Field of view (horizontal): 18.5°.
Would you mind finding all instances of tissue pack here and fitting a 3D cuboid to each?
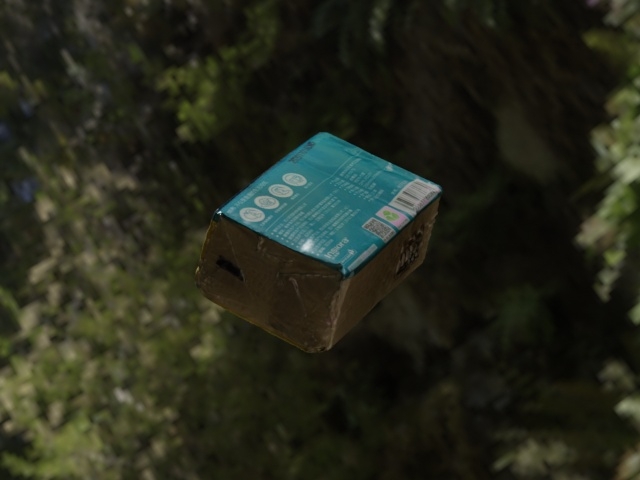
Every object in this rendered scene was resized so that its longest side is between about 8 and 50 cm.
[{"bbox_3d":[0.000,0.000,1.460,0.169,0.120,0.082,-41,-28,-53],"label":"tissue pack"}]
